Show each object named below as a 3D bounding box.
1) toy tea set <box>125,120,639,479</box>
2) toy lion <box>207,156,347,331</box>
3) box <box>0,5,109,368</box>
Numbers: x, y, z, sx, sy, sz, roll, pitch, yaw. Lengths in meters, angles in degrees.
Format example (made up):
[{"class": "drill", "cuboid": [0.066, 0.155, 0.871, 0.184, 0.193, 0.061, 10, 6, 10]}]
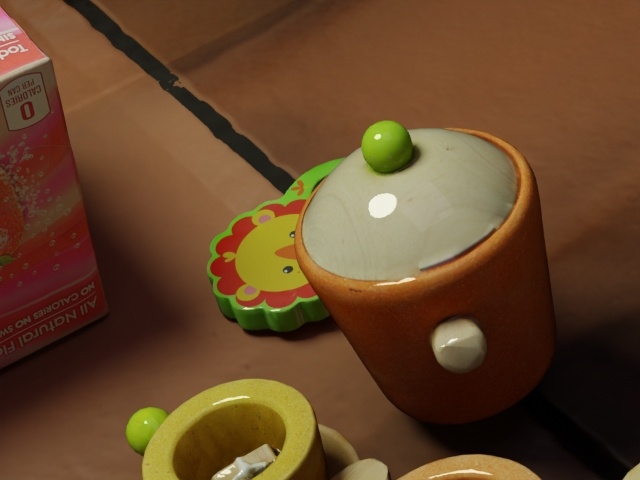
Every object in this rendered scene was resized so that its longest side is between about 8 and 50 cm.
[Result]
[{"class": "toy tea set", "cuboid": [0.073, 0.059, 0.634, 0.336, 0.124, 0.200, 19, 53, 42]}, {"class": "toy lion", "cuboid": [0.000, 0.000, 0.824, 0.096, 0.034, 0.100, 0, 44, 19]}, {"class": "box", "cuboid": [-0.256, 0.008, 0.763, 0.300, 0.154, 0.142, -27, 48, -21]}]
